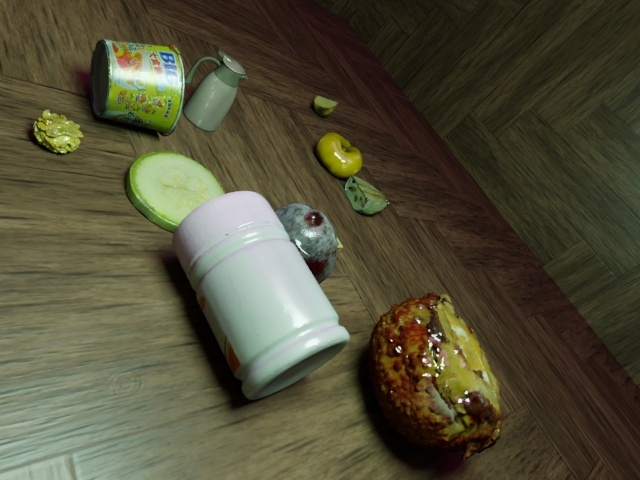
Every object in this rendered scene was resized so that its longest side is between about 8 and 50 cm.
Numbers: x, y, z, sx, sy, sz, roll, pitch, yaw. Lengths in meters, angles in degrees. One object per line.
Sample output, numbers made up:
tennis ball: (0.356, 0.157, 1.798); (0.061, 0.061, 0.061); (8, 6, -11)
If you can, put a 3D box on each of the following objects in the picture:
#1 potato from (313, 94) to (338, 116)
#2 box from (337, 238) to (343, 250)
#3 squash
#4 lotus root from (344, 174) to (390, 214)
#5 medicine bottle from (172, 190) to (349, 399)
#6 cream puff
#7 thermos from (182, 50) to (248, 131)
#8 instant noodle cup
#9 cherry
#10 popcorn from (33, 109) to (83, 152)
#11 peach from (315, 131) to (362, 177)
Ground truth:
potato: (0.008, -0.528, 1.852); (0.096, 0.066, 0.103); (23, 39, 9)
box: (0.000, 0.000, 1.243); (0.149, 0.020, 0.073); (-6, 56, -53)
squash: (-0.300, -0.101, 0.987); (0.219, 0.041, 0.219); (30, 34, -23)
lotus root: (0.159, -0.137, 1.554); (0.144, 0.070, 0.143); (17, 34, -32)
medicine bottle: (-0.110, 0.092, 0.822); (0.202, 0.202, 0.315); (-3, 55, -51)
cream puff: (0.226, 0.284, 0.966); (0.350, 0.229, 0.350); (46, 23, -26)
thermos: (-0.286, -0.402, 1.219); (0.137, 0.193, 0.105); (35, 33, -15)
instant noodle cup: (-0.408, -0.342, 1.015); (0.153, 0.205, 0.205); (-1, 52, -38)
cherry: (-0.052, 0.008, 1.012); (0.195, 0.195, 0.195); (30, 33, -23)
popcorn: (-0.490, -0.203, 0.867); (0.082, 0.057, 0.083); (19, 36, -39)
peach: (0.066, -0.293, 1.598); (0.179, 0.103, 0.179); (33, 30, -22)
